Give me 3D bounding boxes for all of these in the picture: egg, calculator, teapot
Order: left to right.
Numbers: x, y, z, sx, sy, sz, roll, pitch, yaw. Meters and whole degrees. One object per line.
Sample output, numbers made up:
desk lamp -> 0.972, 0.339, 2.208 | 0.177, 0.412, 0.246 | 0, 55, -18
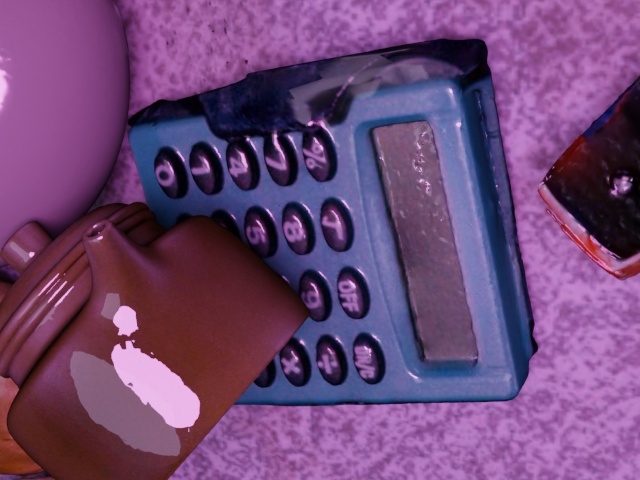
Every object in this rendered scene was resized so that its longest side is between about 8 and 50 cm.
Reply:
egg -> -0.216, -0.094, 0.746 | 0.176, 0.176, 0.232 | 28, 110, 9
teapot -> -0.129, 0.060, 0.712 | 0.175, 0.185, 0.268 | 43, 153, 3
calculator -> 0.000, 0.000, 0.765 | 0.274, 0.058, 0.248 | -5, 109, 25

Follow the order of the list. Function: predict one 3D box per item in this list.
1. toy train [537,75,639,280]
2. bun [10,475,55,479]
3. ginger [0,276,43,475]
toy train -> 0.279, -0.141, 0.574 | 0.086, 0.089, 0.409 | 44, 121, 5
bun -> -0.217, 0.283, 0.920 | 0.243, 0.153, 0.244 | 0, 126, 0
ginger -> -0.341, 0.083, 0.930 | 0.375, 0.166, 0.236 | 23, 157, 34
